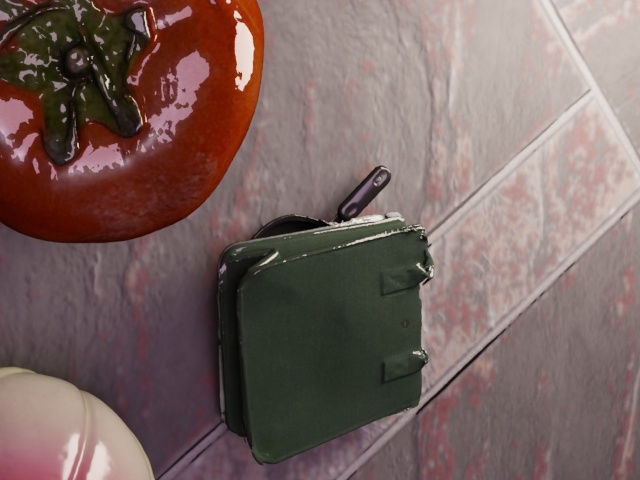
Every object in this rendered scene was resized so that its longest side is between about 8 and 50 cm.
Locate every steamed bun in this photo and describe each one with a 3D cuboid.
[{"bbox_3d":[-0.297,0.280,1.031,0.309,0.309,0.309,-3,98,-24],"label":"steamed bun"}]

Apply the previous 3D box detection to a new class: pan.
[{"bbox_3d":[0.000,0.000,1.269,0.235,0.028,0.136,-47,113,-8],"label":"pan"}]

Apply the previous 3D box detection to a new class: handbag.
[{"bbox_3d":[0.011,0.109,1.238,0.260,0.079,0.247,-12,112,-27],"label":"handbag"}]

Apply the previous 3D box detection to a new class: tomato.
[{"bbox_3d":[-0.225,-0.168,1.023,0.341,0.273,0.341,-2,100,-10],"label":"tomato"}]
